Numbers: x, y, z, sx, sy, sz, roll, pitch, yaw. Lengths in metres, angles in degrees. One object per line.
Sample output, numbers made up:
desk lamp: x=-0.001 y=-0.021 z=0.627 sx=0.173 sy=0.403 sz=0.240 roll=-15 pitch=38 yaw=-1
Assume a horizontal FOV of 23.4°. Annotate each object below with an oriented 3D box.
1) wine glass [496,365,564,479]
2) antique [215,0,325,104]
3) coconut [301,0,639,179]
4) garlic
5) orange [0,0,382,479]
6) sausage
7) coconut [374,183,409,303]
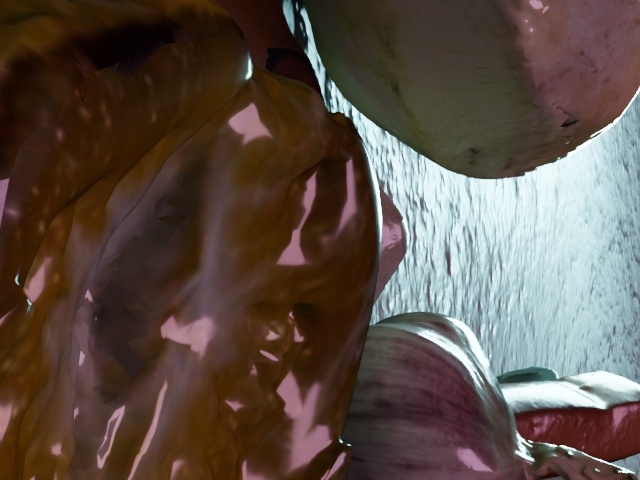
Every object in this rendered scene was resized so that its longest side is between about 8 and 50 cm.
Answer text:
wine glass: x=0.235 y=0.254 z=1.603 sx=0.231 sy=0.103 sz=0.103 roll=67 pitch=26 yaw=-16
antique: x=-0.071 y=-0.020 z=0.843 sx=0.223 sy=0.129 sz=0.278 roll=15 pitch=76 yaw=-71
coconut: x=0.135 y=-0.221 z=1.195 sx=0.352 sy=0.353 sz=0.352 roll=-2 pitch=90 yaw=-69
garlic: x=0.123 y=0.179 z=1.182 sx=0.245 sy=0.253 sz=0.245 roll=4 pitch=90 yaw=-76
orange: x=-0.118 y=0.030 z=0.589 sx=0.271 sy=0.210 sz=0.369 roll=-64 pitch=153 yaw=-7
sausage: x=0.204 y=0.178 z=1.450 sx=0.348 sy=0.097 sz=0.094 roll=-1 pitch=107 yaw=-43
coconut: x=0.000 y=0.000 z=1.037 sx=0.116 sy=0.122 sz=0.116 roll=-3 pitch=90 yaw=-70
